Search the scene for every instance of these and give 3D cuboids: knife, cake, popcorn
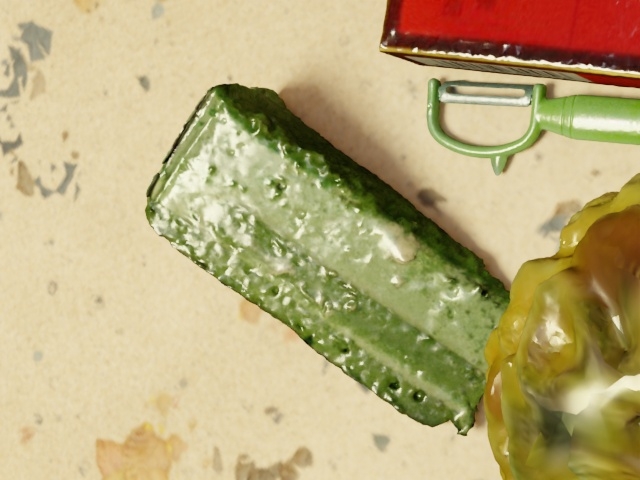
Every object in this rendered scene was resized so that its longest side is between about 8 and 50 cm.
[{"bbox_3d":[0.154,-0.058,0.681,0.212,0.015,0.054,7,93,29],"label":"knife"},{"bbox_3d":[0.017,0.008,0.748,0.235,0.099,0.100,36,105,3],"label":"cake"},{"bbox_3d":[0.179,0.069,0.581,0.189,0.169,0.218,38,117,31],"label":"popcorn"}]

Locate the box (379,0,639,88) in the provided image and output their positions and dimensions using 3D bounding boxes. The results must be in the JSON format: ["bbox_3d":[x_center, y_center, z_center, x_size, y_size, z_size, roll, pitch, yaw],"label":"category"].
[{"bbox_3d":[0.159,-0.158,0.650,0.240,0.074,0.153,11,90,28],"label":"box"}]
